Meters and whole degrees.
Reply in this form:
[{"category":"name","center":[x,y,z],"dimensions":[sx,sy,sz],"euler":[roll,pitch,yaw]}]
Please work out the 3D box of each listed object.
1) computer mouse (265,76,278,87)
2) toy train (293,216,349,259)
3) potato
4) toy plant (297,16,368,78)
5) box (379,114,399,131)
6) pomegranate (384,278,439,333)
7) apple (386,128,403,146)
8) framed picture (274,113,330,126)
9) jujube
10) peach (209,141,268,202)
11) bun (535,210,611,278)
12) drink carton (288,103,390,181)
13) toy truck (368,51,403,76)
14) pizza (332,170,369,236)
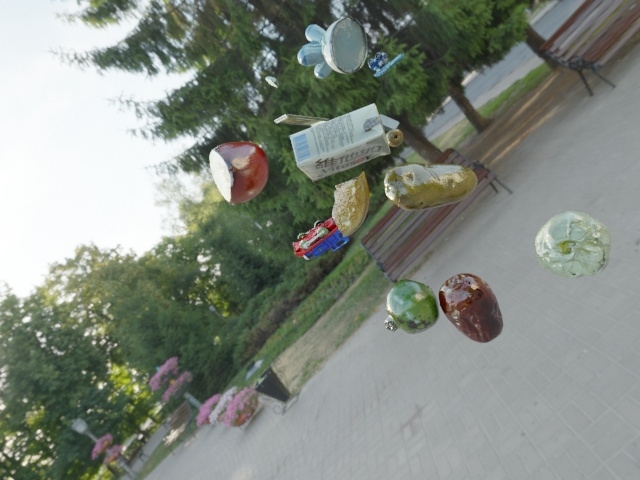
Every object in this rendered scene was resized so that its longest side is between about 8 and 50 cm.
[{"category":"computer mouse","center":[-0.248,-0.830,2.096],"dimensions":[0.032,0.056,0.110],"euler":[-50,45,2]},{"category":"toy train","center":[0.000,0.000,1.594],"dimensions":[0.203,0.131,0.083],"euler":[-35,35,14]},{"category":"potato","center":[0.430,-0.216,1.575],"dimensions":[0.368,0.177,0.195],"euler":[-4,18,-2]},{"category":"toy plant","center":[0.028,-0.896,1.897],"dimensions":[0.332,0.247,0.247],"euler":[20,61,45]},{"category":"box","center":[0.373,-0.657,2.269],"dimensions":[0.091,0.125,0.031],"euler":[-58,-10,-38]},{"category":"pomegranate","center":[0.402,0.306,1.808],"dimensions":[0.270,0.254,0.254],"euler":[-44,2,-6]},{"category":"apple","center":[0.376,-0.524,2.053],"dimensions":[0.089,0.089,0.074],"euler":[-47,14,15]},{"category":"framed picture","center":[-0.095,-0.578,1.949],"dimensions":[0.274,0.216,0.017],"euler":[-148,60,-71]},{"category":"jujube","center":[0.651,0.289,1.730],"dimensions":[0.223,0.318,0.223],"euler":[-34,14,10]},{"category":"peach","center":[-0.321,-0.282,1.614],"dimensions":[0.245,0.249,0.274],"euler":[-41,24,-4]},{"category":"bun","center":[0.862,0.023,1.386],"dimensions":[0.141,0.239,0.239],"euler":[-16,-22,-47]},{"category":"drink carton","center":[0.072,-0.339,1.447],"dimensions":[0.324,0.132,0.194],"euler":[-18,-12,15]},{"category":"toy truck","center":[0.259,-0.725,1.615],"dimensions":[0.136,0.074,0.063],"euler":[-30,5,41]},{"category":"pizza","center":[0.110,-0.129,1.461],"dimensions":[0.056,0.134,0.271],"euler":[-35,-43,-46]}]
